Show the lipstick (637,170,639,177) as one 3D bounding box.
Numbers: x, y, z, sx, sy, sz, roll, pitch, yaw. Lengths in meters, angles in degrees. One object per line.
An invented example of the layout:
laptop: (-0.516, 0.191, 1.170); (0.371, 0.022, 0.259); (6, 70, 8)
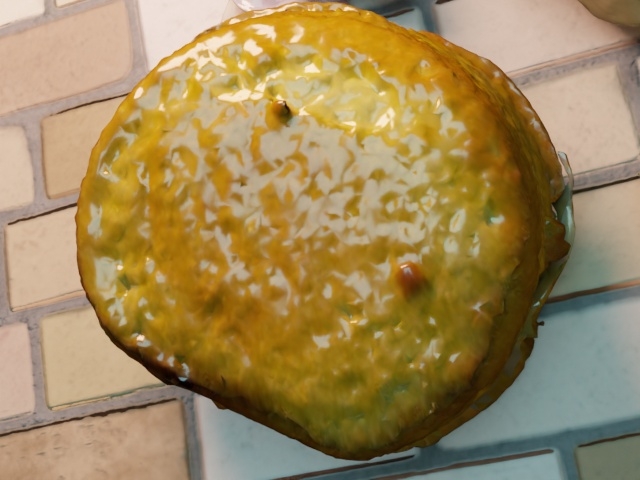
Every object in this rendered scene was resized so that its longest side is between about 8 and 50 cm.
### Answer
lipstick: (0.311, 0.069, 0.703); (0.076, 0.076, 0.304); (-18, 73, 12)

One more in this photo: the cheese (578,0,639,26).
cheese: (0.206, -0.280, 0.766); (0.251, 0.173, 0.248); (-8, 66, 13)

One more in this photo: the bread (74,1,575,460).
bread: (0.003, 0.000, 0.716); (0.358, 0.204, 0.337); (21, 102, 5)

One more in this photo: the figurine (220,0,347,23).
figurine: (-0.016, -0.257, 0.852); (0.200, 0.133, 0.276); (33, 92, 9)
